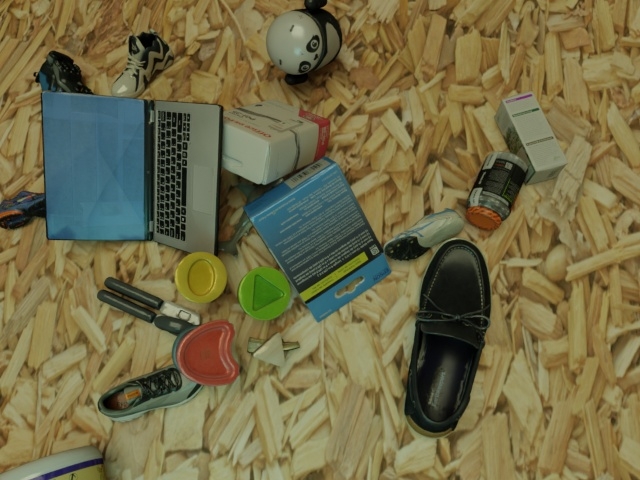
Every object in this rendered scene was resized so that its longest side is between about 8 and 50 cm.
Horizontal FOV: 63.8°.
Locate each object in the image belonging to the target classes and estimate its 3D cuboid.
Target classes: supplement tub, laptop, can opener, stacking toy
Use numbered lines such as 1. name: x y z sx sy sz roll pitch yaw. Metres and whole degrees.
1. supplement tub: -0.561 0.641 1.097 0.241 0.241 0.331 -21 72 -4
2. laptop: -0.469 -0.158 1.273 0.408 0.236 0.381 15 107 35
3. can opener: -0.444 0.171 1.325 0.284 0.095 0.075 23 74 4
4. supplement tub: 0.462 -0.130 1.363 0.117 0.117 0.190 25 74 11
5. stacking toy: -0.227 0.190 1.268 0.280 0.130 0.308 4 82 -22

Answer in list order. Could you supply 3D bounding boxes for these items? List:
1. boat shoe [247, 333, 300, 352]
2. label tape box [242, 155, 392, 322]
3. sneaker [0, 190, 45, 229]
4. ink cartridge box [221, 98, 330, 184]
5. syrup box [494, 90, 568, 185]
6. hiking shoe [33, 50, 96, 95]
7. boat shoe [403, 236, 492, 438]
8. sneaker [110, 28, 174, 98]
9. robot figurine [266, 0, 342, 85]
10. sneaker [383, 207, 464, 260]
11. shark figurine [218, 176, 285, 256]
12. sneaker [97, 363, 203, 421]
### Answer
1. boat shoe: -0.120 0.259 1.300 0.136 0.050 0.045 -4 76 2
2. label tape box: 0.000 0.000 1.313 0.249 0.115 0.347 -33 118 -6
3. sneaker: -0.811 -0.110 1.455 0.221 0.083 0.087 -18 63 -6
4. ink cartridge box: -0.135 -0.267 1.349 0.207 0.117 0.283 26 34 22
5. syrup box: 0.576 -0.282 1.419 0.097 0.093 0.236 -15 71 -1
6. hiking shoe: -0.757 -0.417 1.558 0.132 0.113 0.303 -34 77 24
7. boat shoe: 0.312 0.218 1.235 0.187 0.156 0.499 14 71 10
8. sneaker: -0.557 -0.540 1.544 0.235 0.153 0.094 -41 72 -10
9. robot figurine: -0.039 -0.574 1.479 0.174 0.278 0.209 -11 110 30
10. sneaker: 0.264 -0.017 1.353 0.237 0.085 0.086 -22 39 -16
11. shark figurine: -0.201 -0.091 1.392 0.116 0.166 0.278 38 104 -10
12. sneaker: -0.406 0.367 1.253 0.272 0.108 0.100 -22 70 -5
